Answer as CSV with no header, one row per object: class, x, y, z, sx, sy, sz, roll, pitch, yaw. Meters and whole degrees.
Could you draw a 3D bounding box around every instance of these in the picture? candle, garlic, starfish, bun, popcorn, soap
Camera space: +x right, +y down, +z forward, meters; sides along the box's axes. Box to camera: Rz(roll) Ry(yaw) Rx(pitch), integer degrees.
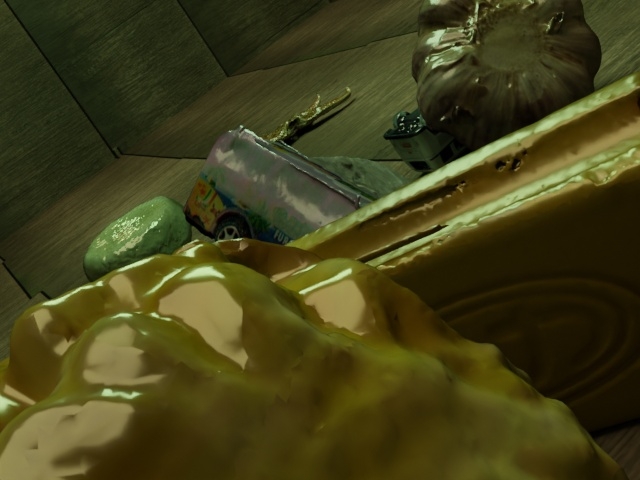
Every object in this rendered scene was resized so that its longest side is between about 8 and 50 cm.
candle,0.032,-0.030,0.946,0.068,0.168,0.192,-60,9,32
garlic,0.222,-0.215,1.039,0.245,0.245,0.160,-34,-12,-3
starfish,-0.050,-0.245,1.741,0.247,0.050,0.138,-28,19,-7
bun,-0.289,0.019,1.385,0.195,0.118,0.195,-29,27,16
popcorn,-0.036,0.184,0.409,0.349,0.349,0.382,-51,-12,-41
soap,0.121,0.049,0.582,0.324,0.204,0.096,-25,25,23

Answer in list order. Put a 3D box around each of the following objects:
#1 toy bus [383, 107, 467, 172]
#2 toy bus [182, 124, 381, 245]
toy bus,0.185,-0.172,1.151,0.194,0.089,0.087,-41,20,-21
toy bus,0.000,0.000,0.812,0.317,0.112,0.138,32,106,41
